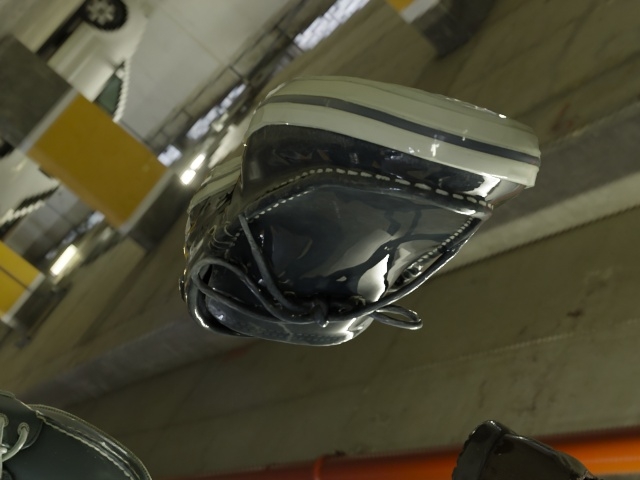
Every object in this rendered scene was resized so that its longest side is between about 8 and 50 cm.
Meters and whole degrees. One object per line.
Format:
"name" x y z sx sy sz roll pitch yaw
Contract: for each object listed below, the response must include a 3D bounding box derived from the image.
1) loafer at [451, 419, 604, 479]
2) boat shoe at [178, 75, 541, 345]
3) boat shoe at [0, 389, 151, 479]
"loafer" 0.154 0.181 0.593 0.078 0.220 0.080 14 -107 41
"boat shoe" 0.000 0.000 0.726 0.500 0.186 0.156 159 -57 -68
"boat shoe" -0.275 0.165 0.739 0.116 0.319 0.099 -69 -165 -14
